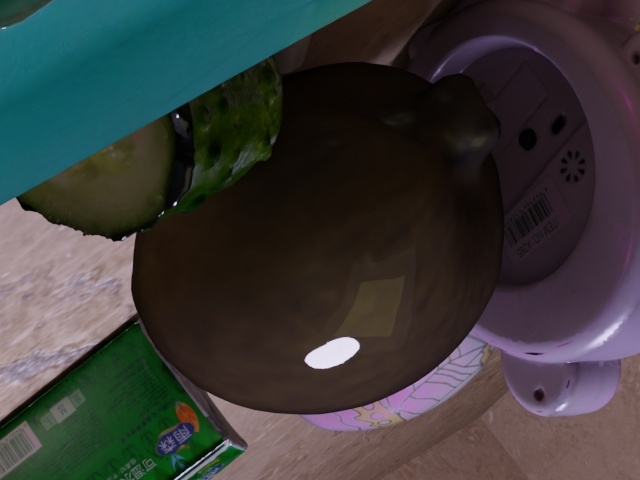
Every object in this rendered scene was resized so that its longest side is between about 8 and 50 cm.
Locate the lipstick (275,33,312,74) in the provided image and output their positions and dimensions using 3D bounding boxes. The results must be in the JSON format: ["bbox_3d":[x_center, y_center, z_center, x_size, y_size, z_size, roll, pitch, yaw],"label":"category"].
[{"bbox_3d":[-0.018,-0.157,0.952,0.040,0.040,0.141,-32,164,-21],"label":"lipstick"}]

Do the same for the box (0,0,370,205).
[{"bbox_3d":[-0.077,-0.154,0.505,0.311,0.205,0.118,-32,166,-21],"label":"box"}]

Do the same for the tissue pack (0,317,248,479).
[{"bbox_3d":[-0.191,0.200,1.407,0.209,0.148,0.156,-39,165,1],"label":"tissue pack"}]

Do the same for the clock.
[{"bbox_3d":[0.181,-0.049,1.177,0.113,0.322,0.295,2,138,-40],"label":"clock"}]

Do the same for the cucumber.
[{"bbox_3d":[-0.085,-0.083,0.890,0.134,0.134,0.244,-44,175,23],"label":"cucumber"}]

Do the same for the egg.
[{"bbox_3d":[0.074,0.107,1.664,0.271,0.196,0.196,-37,165,5],"label":"egg"}]

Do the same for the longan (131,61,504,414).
[{"bbox_3d":[0.010,-0.004,1.070,0.300,0.243,0.300,-40,-175,4],"label":"longan"}]

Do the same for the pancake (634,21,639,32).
[{"bbox_3d":[0.198,-0.135,1.424,0.282,0.049,0.282,-27,166,-7],"label":"pancake"}]
